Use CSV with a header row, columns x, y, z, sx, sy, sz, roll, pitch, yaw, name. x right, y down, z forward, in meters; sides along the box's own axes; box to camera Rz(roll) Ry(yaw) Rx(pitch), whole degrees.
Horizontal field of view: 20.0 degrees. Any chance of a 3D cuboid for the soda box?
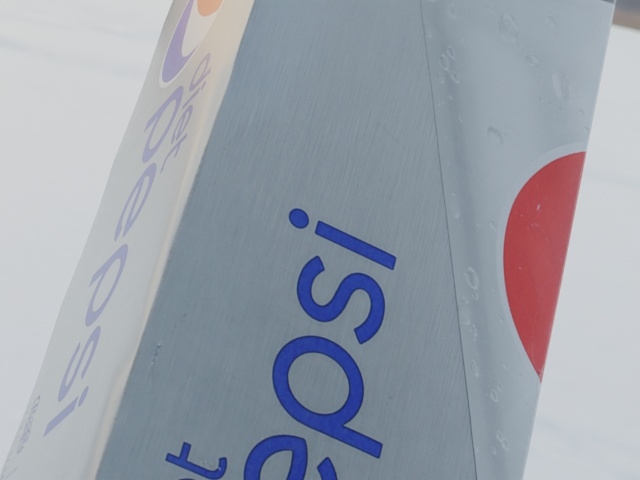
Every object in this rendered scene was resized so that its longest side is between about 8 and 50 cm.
x,y,z,sx,sy,sz,roll,pitch,yaw,name
0.000,0.000,0.448,0.098,0.286,0.091,27,-34,-16,soda box
